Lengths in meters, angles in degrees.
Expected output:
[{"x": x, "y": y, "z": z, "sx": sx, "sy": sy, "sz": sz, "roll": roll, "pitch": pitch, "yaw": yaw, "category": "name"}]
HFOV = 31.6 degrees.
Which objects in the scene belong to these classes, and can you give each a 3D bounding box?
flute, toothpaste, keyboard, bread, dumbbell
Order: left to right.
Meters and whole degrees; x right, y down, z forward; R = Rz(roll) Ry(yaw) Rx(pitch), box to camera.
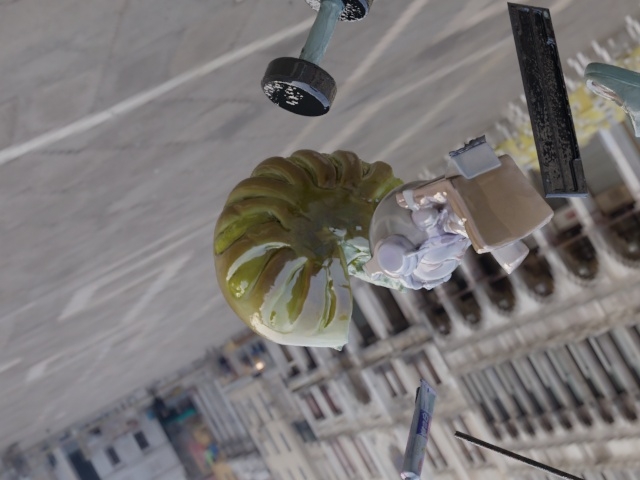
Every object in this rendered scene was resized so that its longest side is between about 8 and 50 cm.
[{"x": -0.002, "y": -0.268, "z": 1.505, "sx": 0.100, "sy": 0.100, "sz": 0.191, "roll": 140, "pitch": -27, "yaw": -71, "category": "dumbbell"}, {"x": 0.000, "y": 0.000, "z": 1.692, "sx": 0.333, "sy": 0.333, "sz": 0.160, "roll": -28, "pitch": 174, "yaw": -17, "category": "bread"}, {"x": 0.139, "y": 0.276, "z": 1.603, "sx": 0.028, "sy": 0.045, "sz": 0.170, "roll": -19, "pitch": -140, "yaw": 38, "category": "toothpaste"}, {"x": 0.365, "y": 0.398, "z": 2.066, "sx": 0.269, "sy": 0.014, "sz": 0.014, "roll": 17, "pitch": -157, "yaw": 29, "category": "flute"}, {"x": 0.222, "y": -0.137, "z": 1.105, "sx": 0.064, "sy": 0.198, "sz": 0.010, "roll": -1, "pitch": 167, "yaw": -38, "category": "keyboard"}]

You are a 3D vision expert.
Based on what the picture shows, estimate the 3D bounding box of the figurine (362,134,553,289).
[{"x": 0.135, "y": -0.009, "z": 1.245, "sx": 0.162, "sy": 0.141, "sz": 0.237, "roll": -28, "pitch": 177, "yaw": -36, "category": "figurine"}]

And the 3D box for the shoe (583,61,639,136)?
[{"x": 0.547, "y": -0.219, "z": 1.880, "sx": 0.103, "sy": 0.251, "sz": 0.100, "roll": 10, "pitch": 103, "yaw": -66, "category": "shoe"}]
